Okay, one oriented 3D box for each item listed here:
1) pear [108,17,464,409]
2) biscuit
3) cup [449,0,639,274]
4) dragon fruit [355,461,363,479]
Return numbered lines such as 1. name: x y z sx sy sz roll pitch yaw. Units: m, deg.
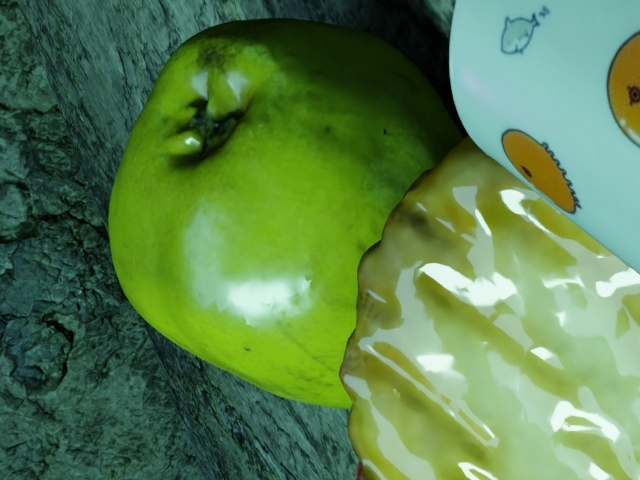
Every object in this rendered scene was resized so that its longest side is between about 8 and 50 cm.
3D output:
1. pear: 0.000 0.000 0.921 0.287 0.287 0.375 41 168 46
2. biscuit: 0.166 0.078 0.651 0.326 0.107 0.326 1 92 33
3. cup: 0.224 -0.030 0.396 0.317 0.212 0.212 46 154 37
4. dragon fruit: 0.147 0.150 0.810 0.152 0.317 0.205 44 -155 -70
